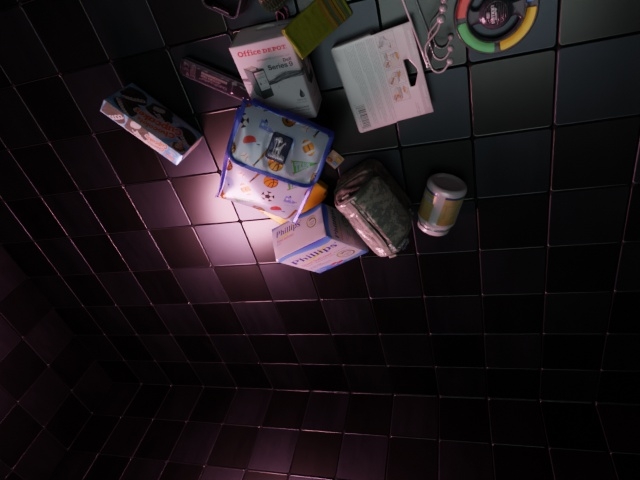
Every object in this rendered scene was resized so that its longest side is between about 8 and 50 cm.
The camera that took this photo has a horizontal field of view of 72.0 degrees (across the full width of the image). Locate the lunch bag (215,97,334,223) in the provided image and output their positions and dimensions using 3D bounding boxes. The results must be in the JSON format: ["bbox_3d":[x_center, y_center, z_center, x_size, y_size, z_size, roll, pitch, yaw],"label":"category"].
[{"bbox_3d":[-0.163,-0.276,1.527,0.328,0.239,0.385,19,137,-12],"label":"lunch bag"}]

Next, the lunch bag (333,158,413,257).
[{"bbox_3d":[0.197,-0.110,1.635,0.212,0.256,0.305,-28,116,32],"label":"lunch bag"}]

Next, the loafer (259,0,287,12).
[{"bbox_3d":[-0.080,-0.792,1.287,0.268,0.092,0.102,-32,143,18],"label":"loafer"}]

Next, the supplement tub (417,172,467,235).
[{"bbox_3d":[0.442,-0.131,1.622,0.144,0.144,0.199,13,129,6],"label":"supplement tub"}]

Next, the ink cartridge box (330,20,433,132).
[{"bbox_3d":[0.205,-0.526,1.431,0.261,0.066,0.296,-11,124,22],"label":"ink cartridge box"}]

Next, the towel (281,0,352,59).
[{"bbox_3d":[-0.006,-0.651,1.308,0.102,0.237,0.021,48,162,-22],"label":"towel"}]

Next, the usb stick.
[{"bbox_3d":[-0.364,-0.572,1.569,0.278,0.045,0.077,22,137,-2],"label":"usb stick"}]

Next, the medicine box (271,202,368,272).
[{"bbox_3d":[0.000,0.000,1.761,0.263,0.149,0.289,-26,153,31],"label":"medicine box"}]

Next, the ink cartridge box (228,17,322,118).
[{"bbox_3d":[-0.140,-0.543,1.443,0.211,0.121,0.289,-3,138,19],"label":"ink cartridge box"}]

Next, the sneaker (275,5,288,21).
[{"bbox_3d":[-0.118,-0.682,1.406,0.047,0.057,0.119,-7,126,17],"label":"sneaker"}]

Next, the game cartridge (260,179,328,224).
[{"bbox_3d":[-0.164,-0.209,1.797,0.324,0.052,0.285,34,128,-14],"label":"game cartridge"}]

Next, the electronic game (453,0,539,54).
[{"bbox_3d":[0.501,-0.654,1.261,0.229,0.048,0.229,8,129,10],"label":"electronic game"}]

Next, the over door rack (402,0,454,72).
[{"bbox_3d":[0.274,-0.646,1.206,0.108,0.239,0.324,-27,116,34],"label":"over door rack"}]

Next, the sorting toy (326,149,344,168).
[{"bbox_3d":[0.042,-0.316,1.675,0.083,0.012,0.062,37,128,-15],"label":"sorting toy"}]

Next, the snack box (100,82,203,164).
[{"bbox_3d":[-0.623,-0.438,1.652,0.322,0.187,0.060,36,128,-13],"label":"snack box"}]

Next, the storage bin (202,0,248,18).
[{"bbox_3d":[-0.278,-0.795,1.345,0.122,0.084,0.180,24,129,-3],"label":"storage bin"}]
